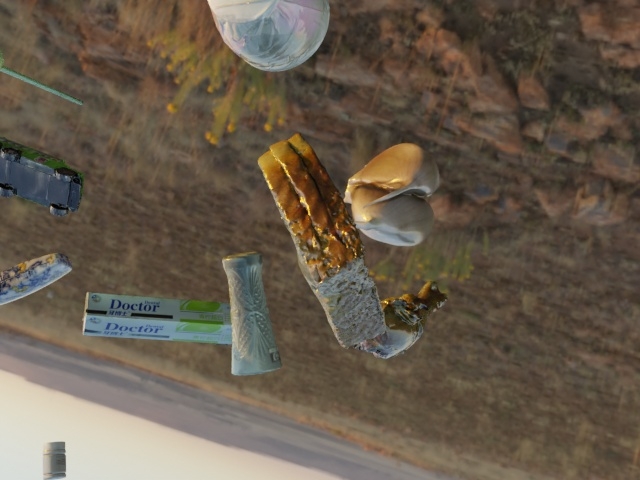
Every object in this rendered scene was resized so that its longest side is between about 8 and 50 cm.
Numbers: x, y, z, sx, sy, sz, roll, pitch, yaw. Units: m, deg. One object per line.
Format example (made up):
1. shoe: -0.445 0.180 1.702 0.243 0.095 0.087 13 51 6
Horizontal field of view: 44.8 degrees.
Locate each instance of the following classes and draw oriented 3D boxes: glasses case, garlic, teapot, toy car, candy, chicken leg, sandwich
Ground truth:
1. glasses case: -0.687 0.094 1.767 0.247 0.065 0.087 -25 168 4
2. garlic: 0.177 -0.119 1.883 0.245 0.232 0.340 23 -163 5
3. teapot: -0.064 -0.367 1.125 0.163 0.221 0.178 45 -172 14
4. toy car: -0.412 -0.095 1.111 0.165 0.071 0.062 20 -153 6
5. candy: -0.697 -0.385 1.837 0.093 0.092 0.335 -3 165 33
6. chicken leg: 0.181 0.199 1.857 0.211 0.140 0.361 -26 171 20
7. sandwich: 0.000 0.000 1.237 0.271 0.099 0.301 60 175 29

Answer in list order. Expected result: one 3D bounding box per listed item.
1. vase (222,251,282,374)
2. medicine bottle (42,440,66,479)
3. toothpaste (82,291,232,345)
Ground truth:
1. vase: -0.132 0.133 1.443 0.096 0.220 0.096 -7 -177 0
2. medicine bottle: -0.687 0.568 2.002 0.058 0.091 0.058 -7 162 -2
3. toothpaste: -0.328 0.167 1.647 0.336 0.067 0.081 6 139 -18
